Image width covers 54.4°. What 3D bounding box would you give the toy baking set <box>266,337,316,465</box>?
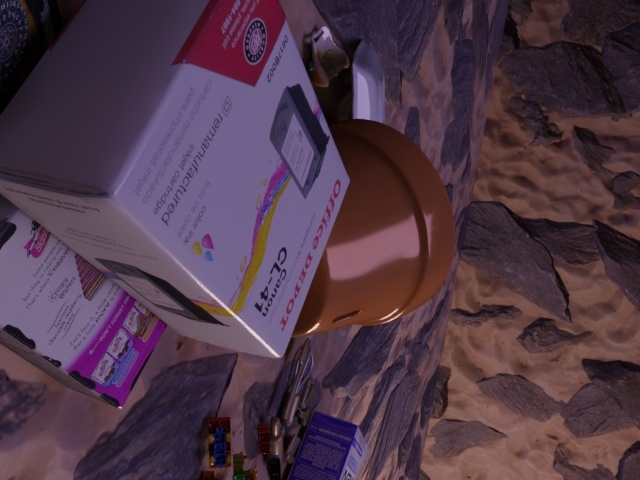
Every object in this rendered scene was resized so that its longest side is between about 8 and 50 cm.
[{"bbox_3d":[-0.054,0.302,1.132,0.196,0.030,0.256,-62,159,-46],"label":"toy baking set"}]

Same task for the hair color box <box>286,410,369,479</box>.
[{"bbox_3d":[-0.012,0.532,1.228,0.185,0.110,0.338,70,40,-58],"label":"hair color box"}]

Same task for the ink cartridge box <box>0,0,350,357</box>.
[{"bbox_3d":[-0.096,-0.058,0.540,0.226,0.131,0.306,-69,154,-22],"label":"ink cartridge box"}]

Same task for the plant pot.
[{"bbox_3d":[0.000,0.000,0.826,0.204,0.291,0.290,-24,124,-43],"label":"plant pot"}]

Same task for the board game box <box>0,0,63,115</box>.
[{"bbox_3d":[-0.220,-0.154,0.407,0.186,0.026,0.126,123,-11,-63],"label":"board game box"}]

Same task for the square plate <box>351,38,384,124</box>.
[{"bbox_3d":[0.085,-0.147,1.053,0.347,0.049,0.343,-76,165,-66],"label":"square plate"}]

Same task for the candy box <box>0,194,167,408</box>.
[{"bbox_3d":[-0.219,0.030,0.553,0.233,0.071,0.159,69,39,-53],"label":"candy box"}]

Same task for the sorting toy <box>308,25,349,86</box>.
[{"bbox_3d":[0.004,-0.289,0.966,0.083,0.045,0.075,-53,139,-45],"label":"sorting toy"}]

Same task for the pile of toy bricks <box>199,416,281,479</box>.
[{"bbox_3d":[-0.121,0.354,0.925,0.105,0.118,0.212,-152,-119,-80],"label":"pile of toy bricks"}]
